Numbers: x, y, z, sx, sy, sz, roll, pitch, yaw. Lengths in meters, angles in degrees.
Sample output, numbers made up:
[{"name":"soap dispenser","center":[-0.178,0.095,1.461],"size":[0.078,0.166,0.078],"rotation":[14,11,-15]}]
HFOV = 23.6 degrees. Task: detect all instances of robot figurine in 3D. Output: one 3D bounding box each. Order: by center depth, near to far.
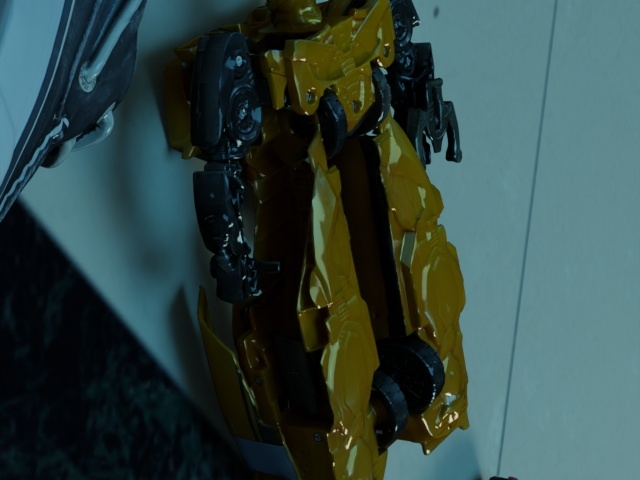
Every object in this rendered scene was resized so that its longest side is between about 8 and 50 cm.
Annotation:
[{"name":"robot figurine","center":[0.000,0.000,0.783],"size":[0.211,0.085,0.291],"rotation":[-36,121,-49]}]

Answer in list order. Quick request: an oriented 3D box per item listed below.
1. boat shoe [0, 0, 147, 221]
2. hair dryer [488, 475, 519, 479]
[{"name":"boat shoe","center":[-0.119,-0.074,0.596],"size":[0.102,0.108,0.301],"rotation":[45,48,-45]},{"name":"hair dryer","center":[0.131,0.289,0.909],"size":[0.293,0.080,0.223],"rotation":[-55,137,-72]}]
